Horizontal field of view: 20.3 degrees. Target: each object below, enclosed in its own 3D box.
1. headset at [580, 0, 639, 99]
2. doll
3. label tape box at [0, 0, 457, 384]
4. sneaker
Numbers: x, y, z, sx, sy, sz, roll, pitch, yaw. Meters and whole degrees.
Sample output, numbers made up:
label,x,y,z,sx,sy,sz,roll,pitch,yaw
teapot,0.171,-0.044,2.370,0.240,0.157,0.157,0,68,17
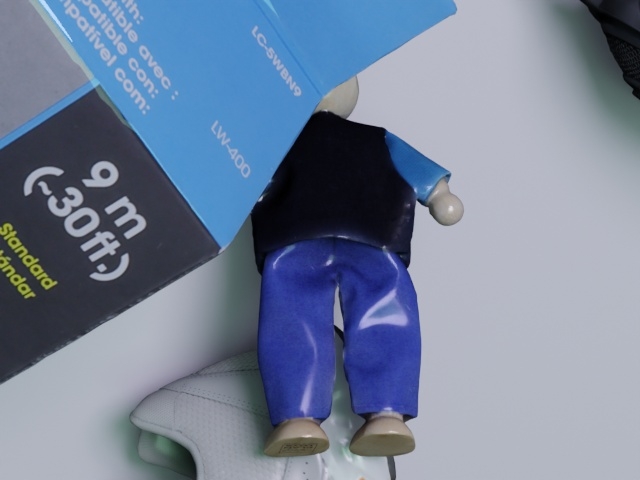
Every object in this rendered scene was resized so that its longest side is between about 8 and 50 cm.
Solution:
label,x,y,z,sx,sy,sz,roll,pitch,yaw
headset,0.196,-0.151,0.801,0.394,0.185,0.243,6,99,-4
doll,0.000,0.000,0.796,0.129,0.046,0.189,-1,69,-2
label tape box,-0.146,-0.080,0.676,0.333,0.106,0.241,-31,112,13
sneaker,-0.009,0.172,0.804,0.121,0.099,0.262,-17,69,-12
